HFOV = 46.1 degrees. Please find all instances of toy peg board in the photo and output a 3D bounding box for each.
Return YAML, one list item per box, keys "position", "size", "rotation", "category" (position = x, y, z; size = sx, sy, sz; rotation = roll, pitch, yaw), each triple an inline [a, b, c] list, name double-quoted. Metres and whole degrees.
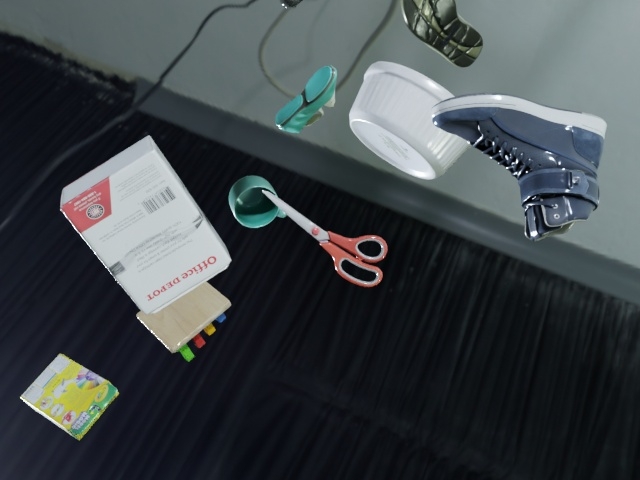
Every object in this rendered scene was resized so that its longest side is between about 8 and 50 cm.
- position: [-0.290, 0.173, 1.656]
  size: [0.161, 0.160, 0.079]
  rotation: [32, 154, 43]
  category: "toy peg board"

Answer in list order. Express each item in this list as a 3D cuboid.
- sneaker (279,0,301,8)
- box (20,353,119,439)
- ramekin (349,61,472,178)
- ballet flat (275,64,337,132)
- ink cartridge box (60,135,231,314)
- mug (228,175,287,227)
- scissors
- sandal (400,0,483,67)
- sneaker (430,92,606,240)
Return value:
- position: [-0.054, -0.562, 1.420]
  size: [0.078, 0.106, 0.234]
  rotation: [43, 121, 48]
  category: "sneaker"
- position: [-0.431, 0.273, 1.314]
  size: [0.179, 0.105, 0.043]
  rotation: [16, 147, 40]
  category: "box"
- position: [0.183, -0.238, 1.566]
  size: [0.273, 0.127, 0.273]
  rotation: [33, 173, 4]
  category: "ramekin"
- position: [-0.015, -0.357, 1.925]
  size: [0.087, 0.083, 0.247]
  rotation: [17, 142, -34]
  category: "ballet flat"
- position: [-0.162, -0.013, 0.709]
  size: [0.135, 0.099, 0.056]
  rotation: [59, 177, -28]
  category: "ink cartridge box"
- position: [-0.181, -0.105, 2.089]
  size: [0.129, 0.097, 0.158]
  rotation: [-35, 127, 1]
  category: "mug"
- position: [0.000, 0.000, 1.543]
  size: [0.297, 0.109, 0.021]
  rotation: [23, -177, -5]
  category: "scissors"
- position: [0.268, -0.500, 1.731]
  size: [0.120, 0.086, 0.302]
  rotation: [-46, 139, 10]
  category: "sandal"
- position: [0.242, -0.088, 0.936]
  size: [0.226, 0.163, 0.086]
  rotation: [10, 169, -3]
  category: "sneaker"
